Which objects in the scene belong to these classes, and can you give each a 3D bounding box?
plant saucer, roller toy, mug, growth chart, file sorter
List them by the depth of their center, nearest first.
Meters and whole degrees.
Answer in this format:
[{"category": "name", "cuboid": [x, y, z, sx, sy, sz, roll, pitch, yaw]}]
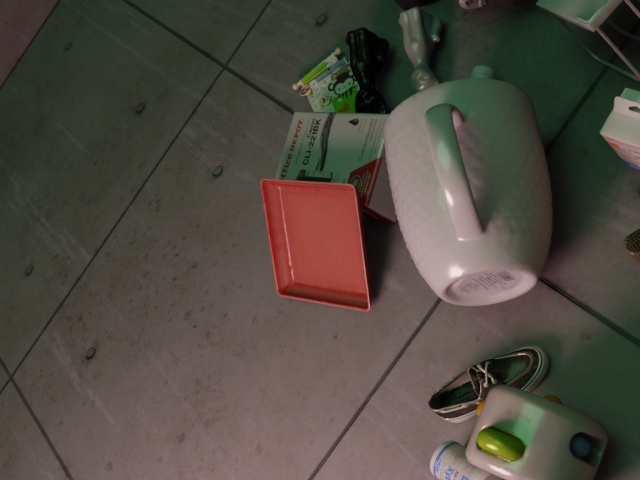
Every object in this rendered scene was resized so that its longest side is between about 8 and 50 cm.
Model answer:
[{"category": "roller toy", "cuboid": [0.332, 0.307, 1.473, 0.191, 0.209, 0.146, 23, 82, 5]}, {"category": "mug", "cuboid": [0.247, -0.085, 1.623, 0.276, 0.374, 0.328, -13, 64, 15]}, {"category": "file sorter", "cuboid": [0.559, -0.446, 1.661, 0.278, 0.173, 0.193, -49, 28, 9]}, {"category": "plant saucer", "cuboid": [0.000, 0.000, 1.933, 0.259, 0.047, 0.259, 7, 112, 43]}, {"category": "growth chart", "cuboid": [0.039, -0.334, 2.173, 0.172, 0.021, 0.237, -42, 50, 17]}]

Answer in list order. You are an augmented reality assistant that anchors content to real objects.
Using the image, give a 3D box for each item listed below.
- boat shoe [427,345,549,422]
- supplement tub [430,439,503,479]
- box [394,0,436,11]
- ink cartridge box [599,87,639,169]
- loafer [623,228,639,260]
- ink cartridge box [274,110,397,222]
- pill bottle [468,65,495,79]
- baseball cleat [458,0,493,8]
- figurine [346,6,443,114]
[{"category": "boat shoe", "cuboid": [0.283, 0.243, 1.629, 0.219, 0.070, 0.078, -35, 50, 21]}, {"category": "supplement tub", "cuboid": [0.241, 0.385, 1.592, 0.107, 0.071, 0.071, 28, 87, 46]}, {"category": "box", "cuboid": [0.186, -0.615, 2.096, 0.093, 0.158, 0.156, -9, 63, 39]}, {"category": "ink cartridge box", "cuboid": [0.536, -0.179, 1.582, 0.092, 0.143, 0.090, 29, 88, 45]}, {"category": "loafer", "cuboid": [0.559, -0.011, 1.545, 0.148, 0.050, 0.056, -22, 57, 11]}, {"category": "ink cartridge box", "cuboid": [0.047, -0.158, 1.998, 0.272, 0.114, 0.197, 8, 79, 42]}, {"category": "pill bottle", "cuboid": [0.310, -0.280, 1.883, 0.065, 0.065, 0.116, -1, 67, 40]}, {"category": "baseball cleat", "cuboid": [0.364, -0.563, 1.992, 0.205, 0.072, 0.109, -34, 43, 10]}, {"category": "figurine", "cuboid": [0.161, -0.364, 2.038, 0.214, 0.092, 0.210, -15, 64, 28]}]
